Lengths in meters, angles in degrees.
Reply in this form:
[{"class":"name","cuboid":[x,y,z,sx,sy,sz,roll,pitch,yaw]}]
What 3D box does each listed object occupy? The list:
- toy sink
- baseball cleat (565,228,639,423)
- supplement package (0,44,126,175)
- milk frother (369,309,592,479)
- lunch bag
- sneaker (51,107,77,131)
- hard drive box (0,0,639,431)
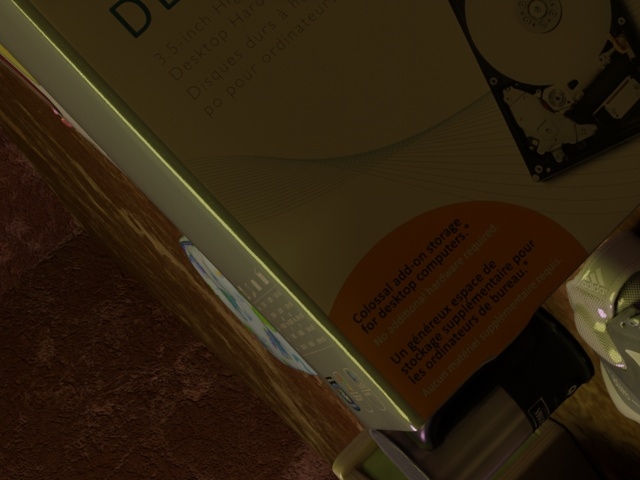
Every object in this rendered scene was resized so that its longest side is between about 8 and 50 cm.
[{"class":"toy sink","cuboid":[0.116,0.206,1.159,0.131,0.153,0.234,53,168,-31]},{"class":"baseball cleat","cuboid":[0.170,0.048,0.602,0.109,0.072,0.206,54,164,-7]},{"class":"supplement package","cuboid":[-0.152,-0.162,0.885,0.244,0.134,0.139,40,167,30]},{"class":"milk frother","cuboid":[0.082,0.085,0.891,0.143,0.134,0.129,34,163,48]},{"class":"lunch bag","cuboid":[-0.041,0.032,1.173,0.176,0.090,0.219,46,169,-8]},{"class":"sneaker","cuboid":[-0.205,-0.189,1.102,0.299,0.120,0.112,41,-147,-38]},{"class":"hard drive box","cuboid":[0.008,-0.075,0.474,0.232,0.181,0.089,46,169,0]}]
